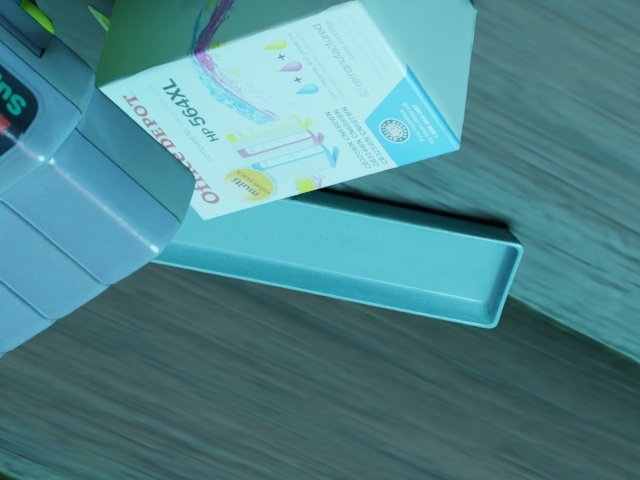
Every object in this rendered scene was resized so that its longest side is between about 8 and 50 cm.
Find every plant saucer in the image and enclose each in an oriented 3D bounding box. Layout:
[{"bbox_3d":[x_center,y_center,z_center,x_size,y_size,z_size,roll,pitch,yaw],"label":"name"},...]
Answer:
[{"bbox_3d":[0.000,0.000,0.972,0.192,0.018,0.067,12,140,-1],"label":"plant saucer"}]

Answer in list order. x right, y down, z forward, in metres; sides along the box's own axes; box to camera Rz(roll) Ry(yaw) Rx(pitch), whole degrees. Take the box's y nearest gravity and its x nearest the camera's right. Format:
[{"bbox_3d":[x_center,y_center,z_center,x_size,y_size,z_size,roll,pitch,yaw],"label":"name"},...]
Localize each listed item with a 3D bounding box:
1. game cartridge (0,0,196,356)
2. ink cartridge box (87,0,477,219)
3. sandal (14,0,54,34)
[{"bbox_3d":[-0.241,-0.077,0.734,0.355,0.068,0.230,41,139,-19],"label":"game cartridge"},{"bbox_3d":[-0.021,-0.079,0.828,0.143,0.090,0.092,-16,134,26],"label":"ink cartridge box"},{"bbox_3d":[-0.258,-0.049,0.889,0.317,0.126,0.138,-21,127,29],"label":"sandal"}]
